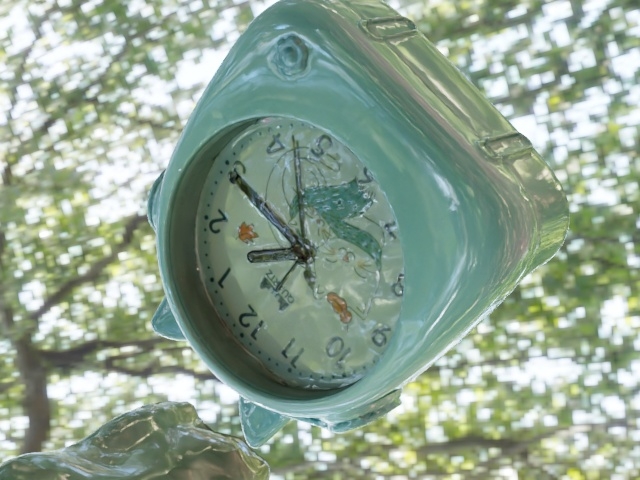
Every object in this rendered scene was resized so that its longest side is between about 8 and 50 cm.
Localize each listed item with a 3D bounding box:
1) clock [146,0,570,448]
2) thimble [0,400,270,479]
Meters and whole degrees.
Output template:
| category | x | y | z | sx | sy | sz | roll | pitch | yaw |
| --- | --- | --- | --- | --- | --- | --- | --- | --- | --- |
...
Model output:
| category | x | y | z | sx | sy | sz | roll | pitch | yaw |
| --- | --- | --- | --- | --- | --- | --- | --- | --- | --- |
| clock | 0.000 | 0.000 | 0.949 | 0.223 | 0.274 | 0.094 | 50 | -146 | 16 |
| thimble | -0.075 | 0.145 | 0.398 | 0.198 | 0.235 | 0.143 | -18 | -105 | -57 |
